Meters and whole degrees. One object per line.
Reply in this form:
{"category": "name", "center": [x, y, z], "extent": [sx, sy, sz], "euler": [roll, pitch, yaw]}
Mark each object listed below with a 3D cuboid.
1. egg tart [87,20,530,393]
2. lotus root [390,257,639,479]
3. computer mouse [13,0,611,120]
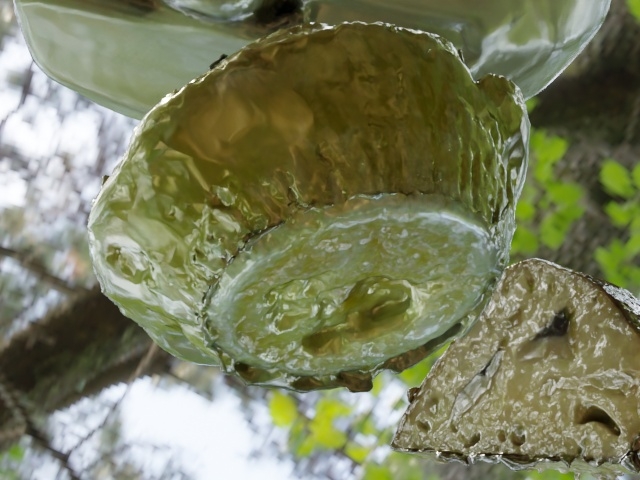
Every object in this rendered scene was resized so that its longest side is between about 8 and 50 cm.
{"category": "egg tart", "center": [0.000, 0.000, 0.716], "extent": [0.197, 0.197, 0.078], "euler": [-1, -133, -25]}
{"category": "lotus root", "center": [0.169, 0.100, 1.327], "extent": [0.074, 0.260, 0.170], "euler": [11, -93, -41]}
{"category": "computer mouse", "center": [0.032, -0.154, 1.045], "extent": [0.429, 0.228, 0.145], "euler": [0, -145, -35]}
